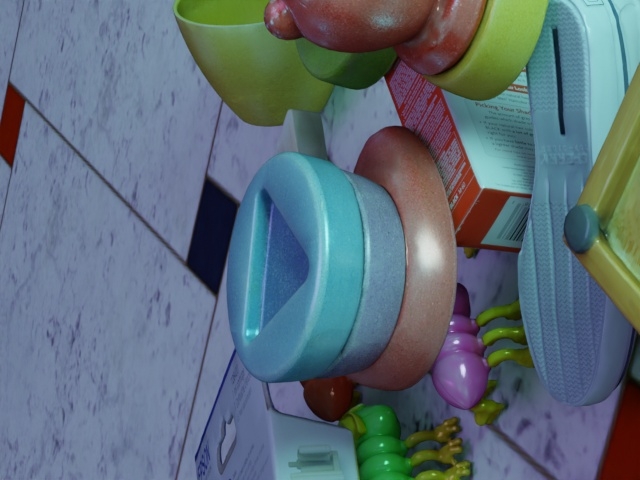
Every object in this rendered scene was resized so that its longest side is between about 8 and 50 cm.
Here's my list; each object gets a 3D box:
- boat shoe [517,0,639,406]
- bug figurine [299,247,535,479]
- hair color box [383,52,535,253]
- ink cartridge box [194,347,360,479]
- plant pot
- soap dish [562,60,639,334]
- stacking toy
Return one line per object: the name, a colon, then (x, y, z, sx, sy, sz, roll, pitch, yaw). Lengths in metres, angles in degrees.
boat shoe: (0.159, -0.024, 1.013, 0.083, 0.076, 0.226, 19, 113, 57)
bug figurine: (0.051, 0.059, 1.218, 0.279, 0.072, 0.216, -60, 34, 39)
hair color box: (0.101, -0.068, 1.120, 0.167, 0.093, 0.053, -106, 33, -40)
ink cartridge box: (-0.026, 0.242, 1.273, 0.303, 0.072, 0.307, 114, 154, -63)
plant pot: (-0.035, -0.142, 1.407, 0.134, 0.134, 0.095, -135, 30, -59)
soap dish: (0.231, -0.048, 0.818, 0.291, 0.118, 0.229, -69, 29, 25)
stacking toy: (-0.011, -0.082, 1.099, 0.279, 0.130, 0.309, -136, 56, -60)
